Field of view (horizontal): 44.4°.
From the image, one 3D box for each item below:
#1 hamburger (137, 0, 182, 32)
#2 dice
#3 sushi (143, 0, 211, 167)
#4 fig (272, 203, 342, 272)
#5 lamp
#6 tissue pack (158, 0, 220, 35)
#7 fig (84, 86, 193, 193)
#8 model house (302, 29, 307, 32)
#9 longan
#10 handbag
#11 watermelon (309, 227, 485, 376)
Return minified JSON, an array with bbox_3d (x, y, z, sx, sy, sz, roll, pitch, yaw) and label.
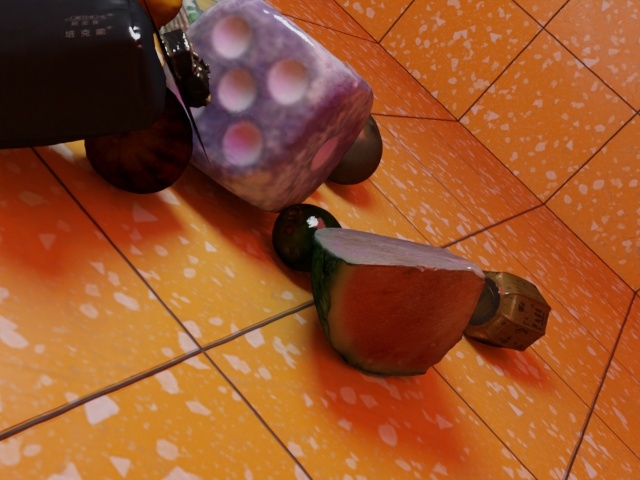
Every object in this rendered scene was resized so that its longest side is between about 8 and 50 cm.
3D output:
[{"bbox_3d":[-0.390,-0.411,1.284,0.291,0.225,0.291,42,20,-20],"label":"hamburger"},{"bbox_3d":[-0.093,-0.224,1.310,0.271,0.270,0.270,40,9,12],"label":"dice"},{"bbox_3d":[-0.176,-0.228,1.082,0.215,0.050,0.192,86,-20,-70],"label":"sushi"},{"bbox_3d":[0.000,0.000,1.326,0.177,0.117,0.117,14,35,-48],"label":"fig"},{"bbox_3d":[0.373,0.144,1.612,0.185,0.161,0.161,21,30,-40],"label":"lamp"},{"bbox_3d":[-0.220,-0.407,1.677,0.228,0.128,0.311,22,29,-36],"label":"tissue pack"},{"bbox_3d":[-0.247,-0.131,1.125,0.202,0.148,0.149,57,39,-48],"label":"fig"},{"bbox_3d":[-0.084,-0.472,2.067,0.203,0.141,0.164,4,62,-26],"label":"model house"},{"bbox_3d":[0.057,-0.211,1.719,0.167,0.167,0.187,31,60,-24],"label":"longan"},{"bbox_3d":[-0.344,-0.237,0.947,0.302,0.178,0.275,-7,37,-5],"label":"handbag"},{"bbox_3d":[0.097,0.107,1.203,0.292,0.222,0.319,5,9,-19],"label":"watermelon"}]
